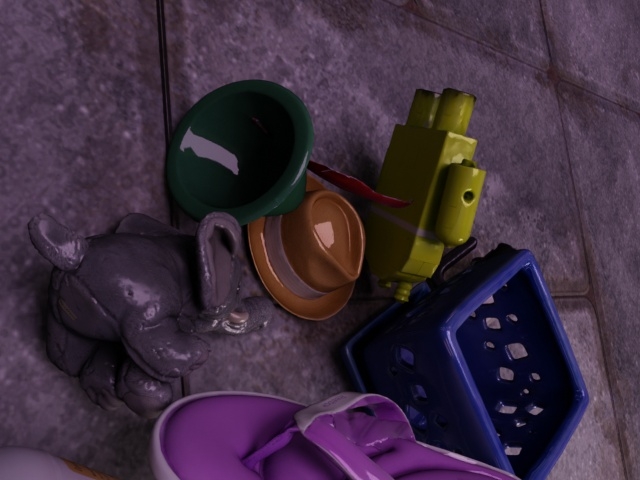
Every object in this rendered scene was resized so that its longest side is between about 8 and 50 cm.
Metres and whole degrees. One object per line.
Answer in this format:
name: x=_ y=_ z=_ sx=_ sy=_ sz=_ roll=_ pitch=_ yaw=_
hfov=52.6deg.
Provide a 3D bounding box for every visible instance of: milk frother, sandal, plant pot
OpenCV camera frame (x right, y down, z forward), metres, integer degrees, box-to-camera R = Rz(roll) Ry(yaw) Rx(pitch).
milk frother: x=0.248 y=0.080 z=1.013 sx=0.134 sy=0.129 sz=0.143 roll=-39 pitch=142 yaw=-7
sandal: x=0.055 y=0.194 z=0.584 sx=0.416 sy=0.169 sz=0.102 roll=20 pitch=108 yaw=-24
plant pot: x=0.173 y=0.170 z=0.828 sx=0.236 sy=0.212 sz=0.236 roll=-31 pitch=100 yaw=-43

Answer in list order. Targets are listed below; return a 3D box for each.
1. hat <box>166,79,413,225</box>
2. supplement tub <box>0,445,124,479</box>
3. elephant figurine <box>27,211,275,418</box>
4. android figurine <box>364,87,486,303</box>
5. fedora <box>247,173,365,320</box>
hat: x=-0.046 y=-0.061 z=0.752 sx=0.173 sy=0.208 sz=0.183 roll=-53 pitch=149 yaw=-2
supplement tub: x=-0.181 y=0.282 z=0.450 sx=0.316 sy=0.228 sz=0.229 roll=36 pitch=56 yaw=-31
elephant figurine: x=-0.140 y=0.040 z=0.632 sx=0.169 sy=0.186 sz=0.239 roll=34 pitch=38 yaw=8
android figurine: x=0.124 y=-0.057 z=0.837 sx=0.056 sy=0.248 sz=0.273 roll=11 pitch=98 yaw=-18
fedora: x=0.000 y=0.000 z=0.805 sx=0.194 sy=0.079 sz=0.195 roll=13 pitch=70 yaw=-41
